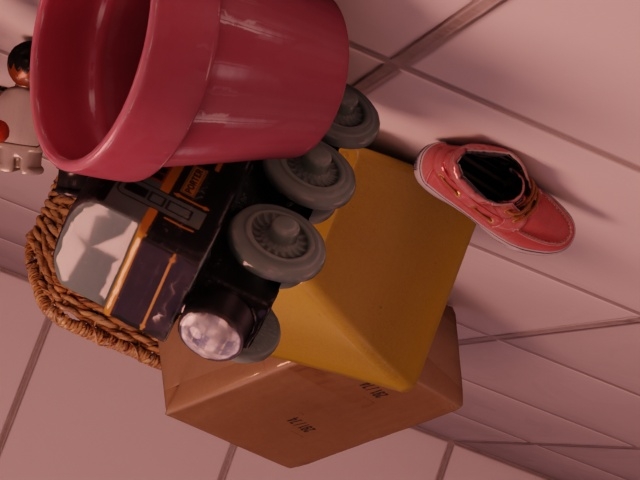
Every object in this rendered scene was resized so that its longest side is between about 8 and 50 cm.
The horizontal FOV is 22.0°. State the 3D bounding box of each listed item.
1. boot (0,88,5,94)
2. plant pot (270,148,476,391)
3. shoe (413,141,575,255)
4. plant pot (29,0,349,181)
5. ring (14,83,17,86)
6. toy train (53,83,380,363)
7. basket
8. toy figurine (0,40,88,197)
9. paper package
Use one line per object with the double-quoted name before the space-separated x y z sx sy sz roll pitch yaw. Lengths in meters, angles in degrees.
"boot" -0.346 -0.148 1.939 0.118 0.042 0.087 29 172 -36
"plant pot" 0.000 0.000 1.616 0.212 0.212 0.187 12 163 35
"shoe" 0.173 -0.036 1.495 0.178 0.063 0.081 29 172 -21
"plant pot" -0.088 -0.136 1.186 0.180 0.201 0.201 7 177 -33
"ring" -0.175 -0.114 1.808 0.337 0.032 0.336 20 170 4
"toy train" -0.077 -0.046 1.313 0.190 0.334 0.142 27 132 -4
"basket" -0.272 0.058 2.323 0.299 0.223 0.213 26 168 -33
"toy figurine" -0.313 -0.129 1.574 0.209 0.148 0.213 1 -169 -33
"paper package" -0.011 0.152 2.178 0.309 0.168 0.325 -23 148 24
